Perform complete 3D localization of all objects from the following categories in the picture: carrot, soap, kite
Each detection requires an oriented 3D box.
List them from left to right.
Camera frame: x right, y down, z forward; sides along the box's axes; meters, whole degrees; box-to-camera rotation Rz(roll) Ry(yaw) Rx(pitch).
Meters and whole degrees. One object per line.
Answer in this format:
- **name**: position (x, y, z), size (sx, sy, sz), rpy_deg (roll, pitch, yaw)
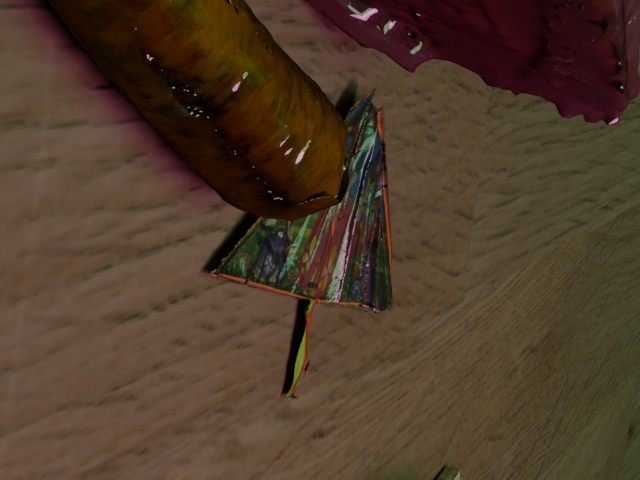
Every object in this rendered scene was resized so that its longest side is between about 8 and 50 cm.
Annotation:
- **carrot**: position (-0.050, -0.078, 0.552), size (0.070, 0.070, 0.260), rpy_deg (-70, 154, -17)
- **kite**: position (0.000, 0.000, 0.762), size (0.241, 0.014, 0.183), rpy_deg (5, 99, -66)
- **soap**: position (0.067, -0.167, 0.631), size (0.289, 0.182, 0.112), rpy_deg (49, 58, -67)

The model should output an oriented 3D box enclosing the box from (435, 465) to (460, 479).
- **box**: position (0.091, 0.230, 1.064), size (0.058, 0.015, 0.093), rpy_deg (-39, 134, -57)
